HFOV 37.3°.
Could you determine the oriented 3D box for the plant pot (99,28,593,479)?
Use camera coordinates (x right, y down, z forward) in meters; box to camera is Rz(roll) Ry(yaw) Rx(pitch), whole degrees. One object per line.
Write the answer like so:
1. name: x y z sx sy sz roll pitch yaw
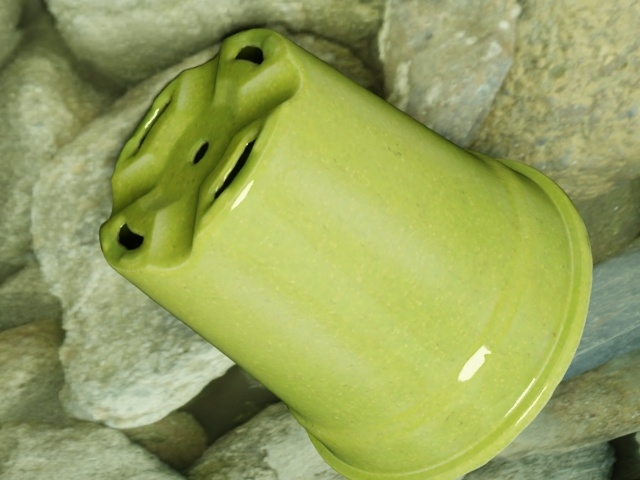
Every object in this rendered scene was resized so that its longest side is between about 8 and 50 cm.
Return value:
1. plant pot: 0.000 0.000 0.655 0.276 0.276 0.254 -41 127 20
